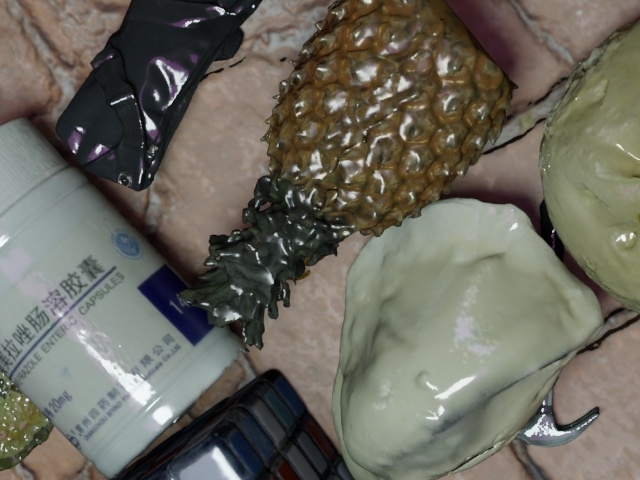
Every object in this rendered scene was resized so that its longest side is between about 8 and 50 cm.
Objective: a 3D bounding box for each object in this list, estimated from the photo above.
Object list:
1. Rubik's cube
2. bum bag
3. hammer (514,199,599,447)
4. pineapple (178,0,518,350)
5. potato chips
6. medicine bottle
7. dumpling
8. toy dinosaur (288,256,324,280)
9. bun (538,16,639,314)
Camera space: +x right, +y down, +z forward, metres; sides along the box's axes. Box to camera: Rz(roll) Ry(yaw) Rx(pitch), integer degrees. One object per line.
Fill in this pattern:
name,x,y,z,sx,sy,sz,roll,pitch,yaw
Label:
Rubik's cube,-0.096,0.335,1.389,0.287,0.293,0.292,-37,89,11
bum bag,-0.161,-0.174,1.431,0.123,0.060,0.248,28,79,10
hammer,0.230,0.082,1.441,0.103,0.029,0.246,5,97,8
pineapple,0.012,-0.064,1.344,0.202,0.202,0.362,39,89,2
potato chips,-0.369,0.136,1.539,0.202,0.029,0.220,12,102,6
medicine bottle,-0.249,0.052,1.424,0.190,0.190,0.332,-44,89,11
dumpling,0.096,0.100,1.383,0.318,0.187,0.243,-37,76,26
toy dinosaur,-0.003,-0.002,1.463,0.041,0.026,0.113,43,110,-6
bun,0.375,-0.060,1.301,0.362,0.234,0.326,-1,103,15
